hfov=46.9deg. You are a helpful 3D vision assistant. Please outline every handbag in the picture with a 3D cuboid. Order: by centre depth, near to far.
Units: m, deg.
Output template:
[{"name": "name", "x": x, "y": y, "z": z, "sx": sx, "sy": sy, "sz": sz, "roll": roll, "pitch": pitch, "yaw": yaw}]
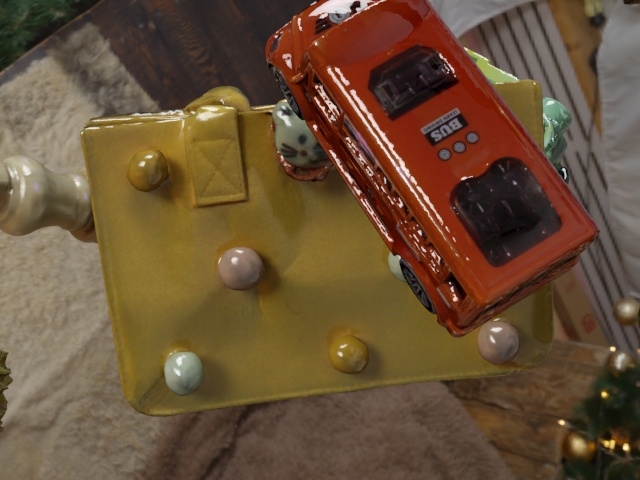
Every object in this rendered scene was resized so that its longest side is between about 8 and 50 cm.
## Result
[{"name": "handbag", "x": 0.000, "y": 0.000, "z": 0.661, "sx": 0.401, "sy": 0.133, "sz": 0.283, "roll": -5, "pitch": 103, "yaw": -2}]

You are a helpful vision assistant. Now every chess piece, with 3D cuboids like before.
[{"name": "chess piece", "x": -0.298, "y": -0.043, "z": 0.961, "sx": 0.397, "sy": 0.117, "sz": 0.117, "roll": 7, "pitch": 87, "yaw": -51}]

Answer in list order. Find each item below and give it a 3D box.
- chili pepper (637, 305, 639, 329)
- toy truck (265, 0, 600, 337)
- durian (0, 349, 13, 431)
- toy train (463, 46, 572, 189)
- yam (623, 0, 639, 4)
[{"name": "chili pepper", "x": 0.281, "y": 0.019, "z": 0.534, "sx": 0.050, "sy": 0.201, "sz": 0.052, "roll": 43, "pitch": 70, "yaw": 8}, {"name": "toy truck", "x": 0.063, "y": -0.071, "z": 0.480, "sx": 0.107, "sy": 0.114, "sz": 0.252, "roll": -31, "pitch": 76, "yaw": -5}, {"name": "durian", "x": -0.398, "y": 0.173, "z": 0.780, "sx": 0.132, "sy": 0.165, "sz": 0.182, "roll": 15, "pitch": 98, "yaw": -30}, {"name": "toy train", "x": 0.165, "y": -0.064, "z": 0.995, "sx": 0.369, "sy": 0.237, "sz": 0.150, "roll": -50, "pitch": 147, "yaw": -4}, {"name": "yam", "x": 0.125, "y": -0.249, "z": 0.302, "sx": 0.045, "sy": 0.045, "sz": 0.327, "roll": -27, "pitch": 125, "yaw": 1}]
